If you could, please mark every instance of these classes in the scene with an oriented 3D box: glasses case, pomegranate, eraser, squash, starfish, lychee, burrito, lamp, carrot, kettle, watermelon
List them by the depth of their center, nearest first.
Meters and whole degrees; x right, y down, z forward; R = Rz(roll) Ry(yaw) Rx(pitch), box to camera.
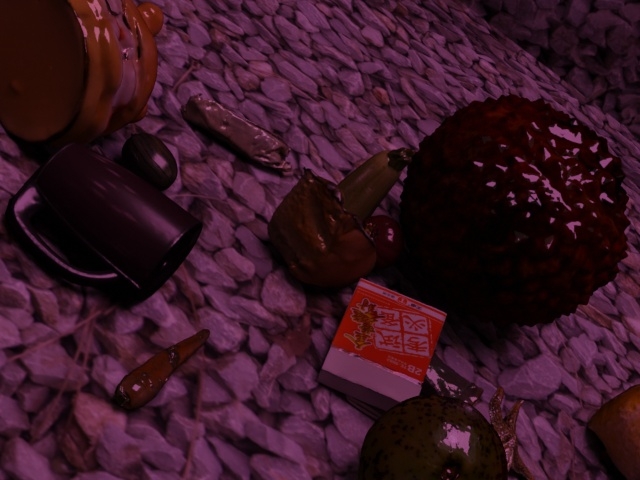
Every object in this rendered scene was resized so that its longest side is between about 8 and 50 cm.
[{"bbox_3d":[-0.209,0.169,1.656,0.049,0.049,0.254,43,27,4],"label":"carrot"},{"bbox_3d":[-0.316,-0.022,1.713,0.232,0.144,0.202,37,61,6],"label":"kettle"},{"bbox_3d":[0.156,0.321,1.731,0.214,0.214,0.248,38,-3,-4],"label":"pomegranate"},{"bbox_3d":[0.076,0.254,1.869,0.083,0.021,0.032,32,34,-9],"label":"glasses case"},{"bbox_3d":[0.101,0.168,1.916,0.157,0.038,0.230,23,42,3],"label":"eraser"},{"bbox_3d":[-0.274,-0.126,1.921,0.078,0.078,0.110,-8,54,-52],"label":"watermelon"},{"bbox_3d":[0.302,0.335,1.961,0.217,0.050,0.223,48,44,-28],"label":"starfish"},{"bbox_3d":[0.102,0.004,2.140,0.090,0.101,0.101,27,31,-47],"label":"lamp"},{"bbox_3d":[0.093,-0.098,2.148,0.094,0.224,0.094,26,41,-25],"label":"squash"},{"bbox_3d":[-0.144,-0.192,2.160,0.230,0.063,0.058,30,4,-14],"label":"burrito"},{"bbox_3d":[0.339,-0.055,2.189,0.425,0.424,0.500,22,-1,-27],"label":"lychee"}]

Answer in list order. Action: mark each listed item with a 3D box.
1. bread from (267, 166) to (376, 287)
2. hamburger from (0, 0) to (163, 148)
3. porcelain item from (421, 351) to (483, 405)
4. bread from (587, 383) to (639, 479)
[{"bbox_3d":[-0.006,0.002,1.993,0.174,0.133,0.251,52,-10,15],"label":"bread"},{"bbox_3d":[-0.368,-0.285,1.851,0.237,0.276,0.276,-14,61,-51],"label":"hamburger"},{"bbox_3d":[0.165,0.202,1.986,0.216,0.069,0.081,45,49,6],"label":"porcelain item"},{"bbox_3d":[0.595,0.344,2.182,0.197,0.197,0.170,0,62,-47],"label":"bread"}]
